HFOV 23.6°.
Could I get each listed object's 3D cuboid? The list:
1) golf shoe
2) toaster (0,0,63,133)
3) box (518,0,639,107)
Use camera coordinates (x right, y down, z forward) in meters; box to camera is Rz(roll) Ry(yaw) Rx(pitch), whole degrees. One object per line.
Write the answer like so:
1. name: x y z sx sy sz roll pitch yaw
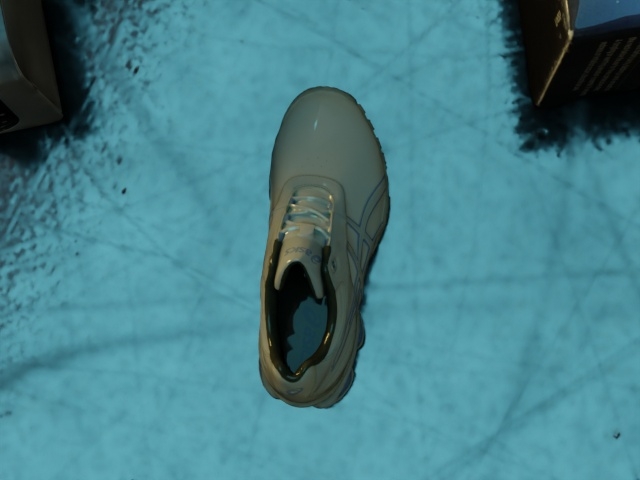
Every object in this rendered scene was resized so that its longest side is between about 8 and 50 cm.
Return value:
1. golf shoe: 0.000 0.000 0.808 0.069 0.086 0.176 1 83 6
2. toaster: -0.239 -0.139 0.824 0.168 0.110 0.186 -11 84 2
3. box: 0.238 -0.245 0.769 0.294 0.183 0.296 -8 84 1
